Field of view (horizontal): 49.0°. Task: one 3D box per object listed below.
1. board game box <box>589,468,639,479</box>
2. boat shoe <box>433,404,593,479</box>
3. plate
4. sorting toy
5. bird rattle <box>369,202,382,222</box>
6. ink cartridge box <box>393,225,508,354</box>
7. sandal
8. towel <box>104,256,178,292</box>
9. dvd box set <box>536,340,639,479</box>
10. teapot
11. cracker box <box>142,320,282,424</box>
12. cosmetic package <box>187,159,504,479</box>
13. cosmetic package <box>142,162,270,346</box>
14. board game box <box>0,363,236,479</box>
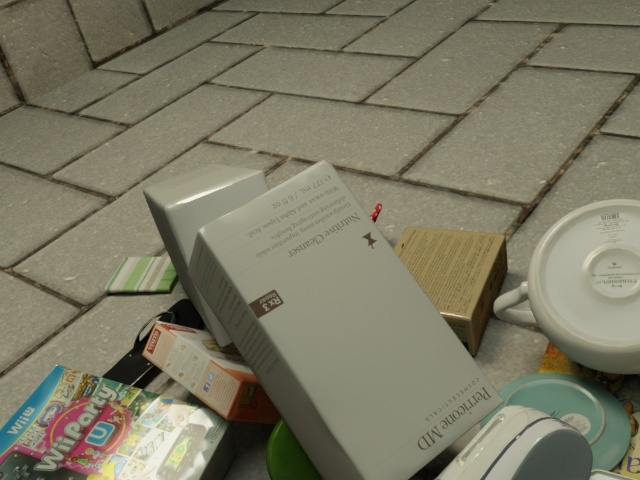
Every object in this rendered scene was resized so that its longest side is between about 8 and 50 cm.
[{"bbox_3d":[0.393,0.436,0.613,0.390,0.050,0.390,9,51,29],"label":"board game box"},{"bbox_3d":[0.139,0.333,0.807,0.367,0.136,0.156,-51,19,-6],"label":"boat shoe"},{"bbox_3d":[0.304,0.234,0.916,0.188,0.024,0.188,-11,31,7],"label":"plate"},{"bbox_3d":[-0.063,0.307,0.970,0.126,0.127,0.365,-9,36,51],"label":"sorting toy"},{"bbox_3d":[0.000,0.000,1.392,0.253,0.143,0.207,-34,22,-32],"label":"bird rattle"},{"bbox_3d":[0.205,0.080,1.227,0.193,0.088,0.234,5,39,28],"label":"ink cartridge box"},{"bbox_3d":[-0.302,0.190,1.275,0.097,0.054,0.254,8,39,29],"label":"sandal"},{"bbox_3d":[-0.371,0.076,1.502,0.152,0.023,0.113,-1,38,15],"label":"towel"},{"bbox_3d":[0.439,0.235,0.941,0.308,0.062,0.420,7,39,30],"label":"dvd box set"},{"bbox_3d":[0.412,0.078,0.974,0.252,0.187,0.256,-47,56,-1],"label":"teapot"},{"bbox_3d":[-0.150,0.207,1.106,0.232,0.156,0.067,22,90,41],"label":"cracker box"},{"bbox_3d":[0.021,0.120,0.906,0.217,0.156,0.385,-32,77,-26],"label":"cosmetic package"},{"bbox_3d":[-0.183,-0.002,1.234,0.161,0.230,0.453,-23,15,-13],"label":"cosmetic package"},{"bbox_3d":[-0.304,0.321,0.997,0.303,0.097,0.224,12,39,15],"label":"board game box"}]
